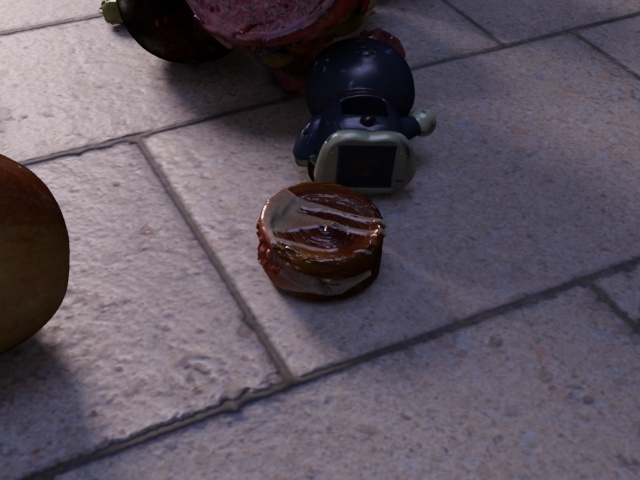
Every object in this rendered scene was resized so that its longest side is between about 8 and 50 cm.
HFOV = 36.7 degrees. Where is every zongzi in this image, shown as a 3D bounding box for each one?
[{"bbox_3d":[-0.313,-0.378,1.638,0.109,0.055,0.119,-16,54,-17],"label":"zongzi"}]

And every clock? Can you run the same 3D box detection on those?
[{"bbox_3d":[0.060,-0.175,1.334,0.199,0.147,0.243,-2,47,-1],"label":"clock"}]

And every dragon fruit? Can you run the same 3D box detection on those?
[{"bbox_3d":[-0.034,-0.387,1.377,0.314,0.296,0.263,45,15,10],"label":"dragon fruit"}]

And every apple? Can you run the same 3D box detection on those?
[{"bbox_3d":[-0.391,0.010,1.003,0.233,0.257,0.257,-16,42,-27],"label":"apple"}]

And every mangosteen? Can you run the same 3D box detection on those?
[{"bbox_3d":[-0.208,-0.421,1.504,0.231,0.289,0.231,3,36,-2],"label":"mangosteen"}]

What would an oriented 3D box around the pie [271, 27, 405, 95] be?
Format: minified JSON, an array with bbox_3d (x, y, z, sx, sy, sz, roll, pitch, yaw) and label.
[{"bbox_3d":[0.023,-0.287,1.535,0.218,0.054,0.204,13,41,11],"label":"pie"}]

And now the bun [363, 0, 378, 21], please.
[{"bbox_3d":[0.010,-0.464,1.600,0.243,0.153,0.244,31,8,-5],"label":"bun"}]

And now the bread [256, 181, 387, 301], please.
[{"bbox_3d":[0.000,0.000,1.167,0.160,0.073,0.160,1,43,-1],"label":"bread"}]
